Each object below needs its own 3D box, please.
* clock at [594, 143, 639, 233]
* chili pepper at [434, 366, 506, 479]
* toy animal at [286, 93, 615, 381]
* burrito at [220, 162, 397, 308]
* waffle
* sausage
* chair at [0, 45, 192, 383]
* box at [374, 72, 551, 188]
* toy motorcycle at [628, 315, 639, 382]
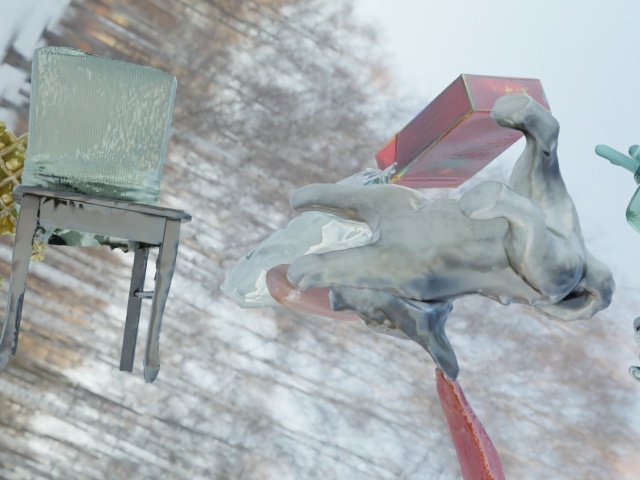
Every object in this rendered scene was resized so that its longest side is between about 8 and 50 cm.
[{"bbox_3d":[0.314,-0.014,0.835,0.066,0.211,0.159,-59,-175,1],"label":"clock"},{"bbox_3d":[0.208,0.296,1.389,0.071,0.063,0.272,81,-7,-70],"label":"chili pepper"},{"bbox_3d":[0.163,0.034,1.241,0.344,0.302,0.194,-20,-139,26],"label":"toy animal"},{"bbox_3d":[0.000,0.000,1.847,0.445,0.139,0.101,-37,-147,35],"label":"burrito"},{"bbox_3d":[-0.450,-0.052,1.334,0.051,0.231,0.228,-30,-130,59],"label":"waffle"},{"bbox_3d":[0.000,0.077,1.573,0.077,0.194,0.077,-20,-116,46],"label":"sausage"},{"bbox_3d":[-0.212,-0.037,0.991,0.186,0.160,0.319,170,-72,-73],"label":"chair"},{"bbox_3d":[0.272,-0.208,2.047,0.313,0.197,0.089,-42,-122,50],"label":"box"},{"bbox_3d":[0.675,0.248,1.917,0.110,0.260,0.171,-36,-164,-22],"label":"toy motorcycle"}]
